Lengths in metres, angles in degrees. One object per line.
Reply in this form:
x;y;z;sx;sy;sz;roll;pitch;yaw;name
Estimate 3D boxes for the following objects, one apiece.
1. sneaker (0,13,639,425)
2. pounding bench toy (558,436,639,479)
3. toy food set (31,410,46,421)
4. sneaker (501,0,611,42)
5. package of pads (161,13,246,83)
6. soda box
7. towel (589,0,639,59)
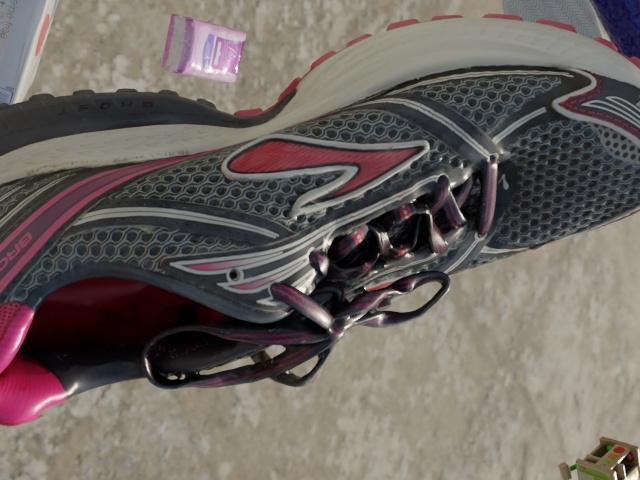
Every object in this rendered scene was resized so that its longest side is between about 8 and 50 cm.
0.000;0.000;0.399;0.112;0.299;0.120;-108;-173;-46;sneaker
0.341;0.275;1.237;0.065;0.083;0.052;-31;116;-35;pounding bench toy
-0.202;0.064;0.715;0.071;0.218;0.128;2;105;-13;toy food set
0.315;-0.258;1.319;0.292;0.108;0.169;49;18;-24;sneaker
-0.104;-0.169;0.904;0.083;0.032;0.050;-2;109;-59;package of pads
-0.209;-0.193;0.696;0.074;0.069;0.216;-90;-155;-57;soda box
0.330;-0.112;0.687;0.228;0.076;0.308;-31;97;-3;towel
